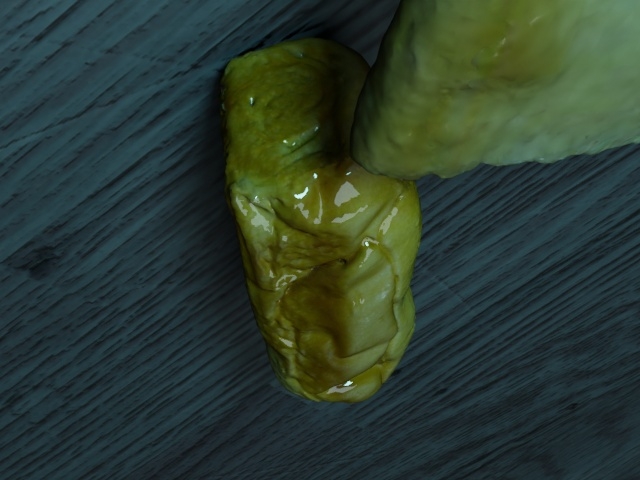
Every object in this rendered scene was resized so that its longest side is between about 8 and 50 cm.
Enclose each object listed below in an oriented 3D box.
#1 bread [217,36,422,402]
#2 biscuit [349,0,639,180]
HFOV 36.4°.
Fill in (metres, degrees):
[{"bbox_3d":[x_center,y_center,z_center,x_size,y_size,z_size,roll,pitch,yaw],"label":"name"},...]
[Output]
[{"bbox_3d":[0.000,0.000,0.749,0.132,0.167,0.294,-17,143,-6],"label":"bread"},{"bbox_3d":[0.263,-0.207,0.465,0.429,0.104,0.446,-8,144,-26],"label":"biscuit"}]
